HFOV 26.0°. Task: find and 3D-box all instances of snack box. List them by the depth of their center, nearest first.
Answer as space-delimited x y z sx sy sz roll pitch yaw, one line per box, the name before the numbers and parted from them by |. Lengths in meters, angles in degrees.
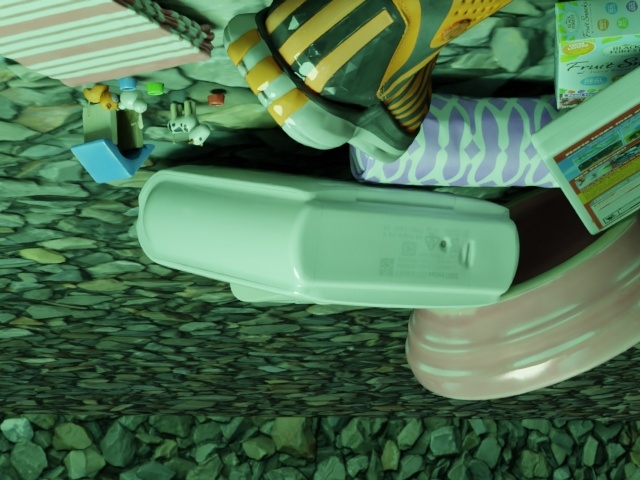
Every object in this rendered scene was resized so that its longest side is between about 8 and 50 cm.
snack box | 0.233 -0.146 1.077 0.100 0.037 0.141 -5 164 7

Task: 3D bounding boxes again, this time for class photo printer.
photo printer | -0.009 -0.007 1.296 0.256 0.107 0.308 4 -176 -37

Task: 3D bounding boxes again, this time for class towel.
towel | -0.184 -0.160 0.996 0.144 0.029 0.197 -7 164 28

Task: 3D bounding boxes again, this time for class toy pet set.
toy pet set | -0.156 -0.088 1.161 0.114 0.065 0.122 -8 173 37

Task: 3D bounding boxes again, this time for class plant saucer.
plant saucer | 0.224 0.028 1.368 0.332 0.084 0.332 -28 -163 9

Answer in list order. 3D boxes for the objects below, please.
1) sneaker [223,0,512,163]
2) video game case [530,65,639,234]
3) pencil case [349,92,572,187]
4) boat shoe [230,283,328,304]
sneaker | 0.068 -0.145 0.889 0.180 0.124 0.321 -37 180 15
video game case | 0.285 -0.093 1.127 0.204 0.025 0.285 -32 161 10
pencil case | 0.121 -0.090 1.177 0.206 0.088 0.086 3 156 -13
boat shoe | -0.022 0.054 1.753 0.184 0.066 0.063 -10 174 25
